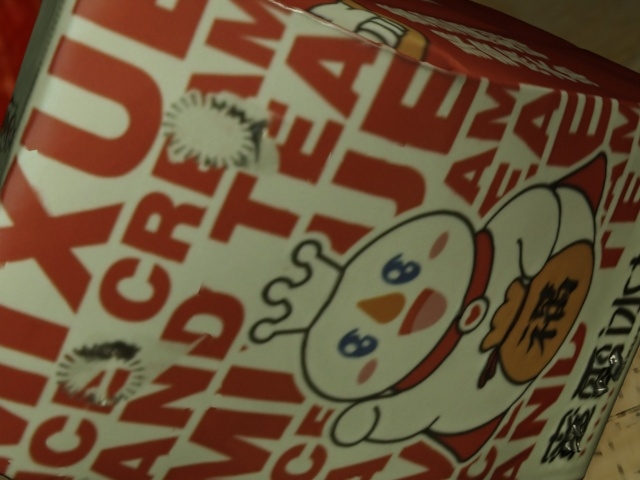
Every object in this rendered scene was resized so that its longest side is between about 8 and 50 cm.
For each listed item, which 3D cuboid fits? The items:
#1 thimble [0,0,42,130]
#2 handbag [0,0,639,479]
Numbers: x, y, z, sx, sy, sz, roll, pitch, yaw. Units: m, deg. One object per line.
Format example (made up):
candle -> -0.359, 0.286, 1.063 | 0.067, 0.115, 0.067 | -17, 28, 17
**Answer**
thimble -> -0.271, -0.073, 0.784 | 0.350, 0.230, 0.350 | 0, 90, 36
handbag -> 0.000, 0.000, 0.554 | 0.151, 0.298, 0.171 | 29, 107, 30
